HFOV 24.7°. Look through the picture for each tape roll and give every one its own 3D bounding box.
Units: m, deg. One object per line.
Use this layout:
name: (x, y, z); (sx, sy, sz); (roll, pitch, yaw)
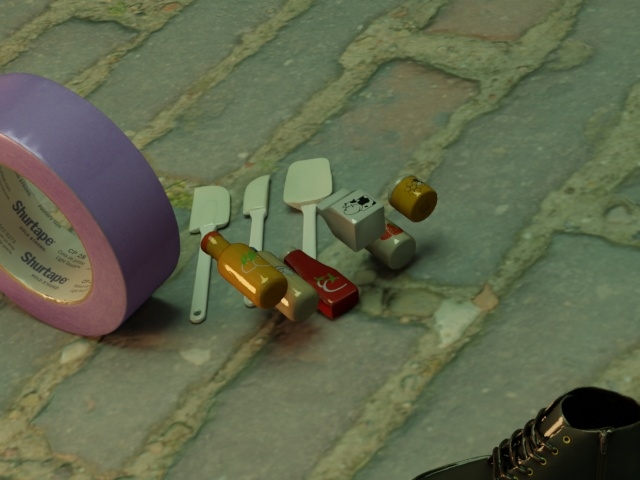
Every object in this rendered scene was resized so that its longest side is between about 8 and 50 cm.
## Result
tape roll: (-0.278, -0.033, 1.500); (0.275, 0.275, 0.090); (15, 47, 35)

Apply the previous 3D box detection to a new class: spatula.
spatula: (-0.067, -0.005, 1.599); (0.168, 0.019, 0.242); (-9, 37, 7)

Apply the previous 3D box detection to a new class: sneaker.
sneaker: (0.163, 0.178, 1.193); (0.222, 0.118, 0.083); (-9, 37, 9)

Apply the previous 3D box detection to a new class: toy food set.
toy food set: (0.000, 0.000, 1.477); (0.232, 0.111, 0.104); (-33, 50, -24)
